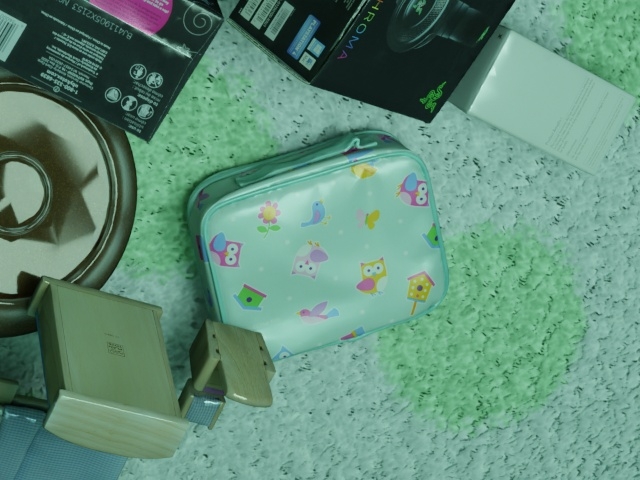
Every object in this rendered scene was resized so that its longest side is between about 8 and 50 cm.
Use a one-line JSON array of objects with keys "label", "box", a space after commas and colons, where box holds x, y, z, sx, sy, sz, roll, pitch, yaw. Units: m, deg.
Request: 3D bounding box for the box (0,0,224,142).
[{"label": "box", "box": [-0.248, -0.239, 1.816, 0.247, 0.142, 0.163, 27, 109, -21]}]

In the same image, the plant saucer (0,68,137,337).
[{"label": "plant saucer", "box": [-0.328, -0.050, 1.863, 0.311, 0.050, 0.310, -2, 93, -28]}]

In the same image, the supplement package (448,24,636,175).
[{"label": "supplement package", "box": [0.242, -0.163, 2.011, 0.179, 0.105, 0.105, 25, 98, -22]}]

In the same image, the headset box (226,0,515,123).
[{"label": "headset box", "box": [0.082, -0.268, 1.839, 0.246, 0.131, 0.283, -55, 152, 13]}]

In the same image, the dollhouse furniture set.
[{"label": "dollhouse furniture set", "box": [-0.230, 0.236, 1.868, 0.286, 0.198, 0.303, 16, 120, -24]}]

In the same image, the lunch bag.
[{"label": "lunch bag", "box": [0.000, 0.000, 1.988, 0.279, 0.108, 0.224, -17, 109, -11]}]
